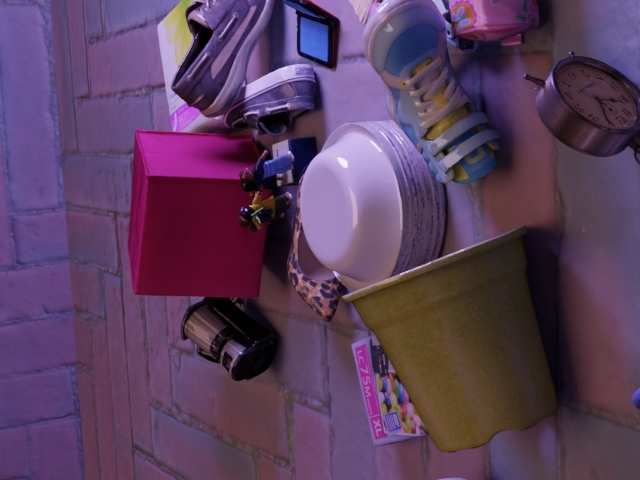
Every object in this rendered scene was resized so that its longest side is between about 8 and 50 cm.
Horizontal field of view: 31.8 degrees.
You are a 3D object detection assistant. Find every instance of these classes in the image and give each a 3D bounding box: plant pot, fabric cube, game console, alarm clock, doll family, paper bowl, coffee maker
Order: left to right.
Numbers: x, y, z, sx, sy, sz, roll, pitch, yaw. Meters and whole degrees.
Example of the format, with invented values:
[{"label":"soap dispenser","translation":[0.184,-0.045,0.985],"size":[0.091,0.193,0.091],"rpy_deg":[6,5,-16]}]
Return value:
[{"label":"fabric cube","translation":[-0.250,-0.057,2.267],"size":[0.259,0.254,0.258],"rpy_deg":[-117,31,-61]},{"label":"coffee maker","translation":[-0.176,0.193,2.364],"size":[0.178,0.171,0.120],"rpy_deg":[36,151,28]},{"label":"doll family","translation":[-0.108,-0.090,2.085],"size":[0.076,0.111,0.193],"rpy_deg":[37,136,47]},{"label":"game console","translation":[-0.035,-0.387,2.044],"size":[0.144,0.124,0.085],"rpy_deg":[33,97,54]},{"label":"paper bowl","translation":[0.070,-0.053,1.851],"size":[0.284,0.148,0.284],"rpy_deg":[19,112,57]},{"label":"plant pot","translation":[0.203,0.145,1.564],"size":[0.276,0.276,0.254],"rpy_deg":[-27,83,60]},{"label":"alarm clock","translation":[0.341,-0.148,1.367],"size":[0.192,0.129,0.064],"rpy_deg":[45,138,20]}]

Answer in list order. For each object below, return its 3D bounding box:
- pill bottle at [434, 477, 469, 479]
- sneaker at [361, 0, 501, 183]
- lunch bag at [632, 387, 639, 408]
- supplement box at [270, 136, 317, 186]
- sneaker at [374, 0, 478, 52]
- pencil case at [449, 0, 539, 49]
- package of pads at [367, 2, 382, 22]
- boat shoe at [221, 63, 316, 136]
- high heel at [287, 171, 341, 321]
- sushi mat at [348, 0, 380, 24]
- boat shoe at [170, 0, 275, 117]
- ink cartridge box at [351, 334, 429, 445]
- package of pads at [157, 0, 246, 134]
[{"label":"pill bottle","translation":[0.209,0.573,1.633],"size":[0.408,0.229,0.229],"rpy_deg":[64,146,31]},{"label":"sneaker","translation":[0.170,-0.197,1.575],"size":[0.208,0.127,0.319],"rpy_deg":[57,-179,26]},{"label":"lunch bag","translation":[0.445,0.143,1.173],"size":[0.219,0.176,0.090],"rpy_deg":[-57,47,50]},{"label":"supplement box","translation":[-0.048,-0.149,2.137],"size":[0.083,0.056,0.083],"rpy_deg":[-9,88,61]},{"label":"sneaker","translation":[0.161,-0.313,1.687],"size":[0.151,0.094,0.256],"rpy_deg":[65,148,25]},{"label":"pencil case","translation":[0.230,-0.408,1.522],"size":[0.124,0.124,0.284],"rpy_deg":[-1,96,61]},{"label":"package of pads","translation":[0.108,-0.351,1.839],"size":[0.083,0.032,0.050],"rpy_deg":[48,138,47]},{"label":"boat shoe","translation":[-0.101,-0.247,2.175],"size":[0.301,0.108,0.102],"rpy_deg":[-18,78,54]},{"label":"high heel","translation":[0.000,0.000,2.033],"size":[0.186,0.093,0.261],"rpy_deg":[112,150,-51]},{"label":"sushi mat","translation":[0.095,-0.526,1.843],"size":[0.151,0.019,0.316],"rpy_deg":[61,144,37]},{"label":"boat shoe","translation":[-0.187,-0.416,2.163],"size":[0.132,0.130,0.355],"rpy_deg":[-3,68,57]},{"label":"ink cartridge box","translation":[0.161,0.223,1.829],"size":[0.311,0.065,0.186],"rpy_deg":[-30,69,57]},{"label":"package of pads","translation":[-0.256,-0.368,2.429],"size":[0.229,0.101,0.297],"rpy_deg":[-21,77,59]}]
